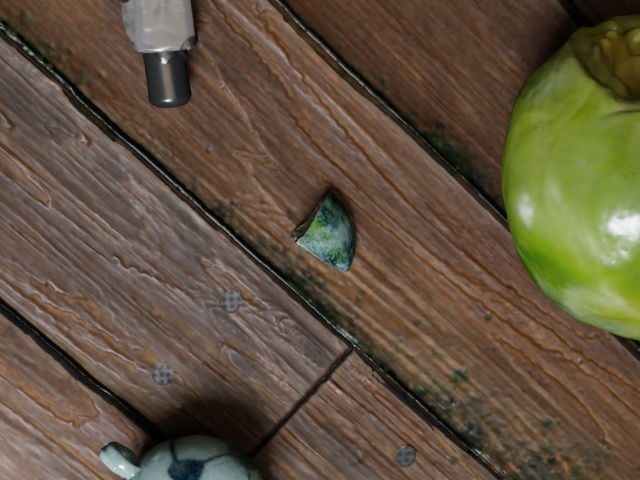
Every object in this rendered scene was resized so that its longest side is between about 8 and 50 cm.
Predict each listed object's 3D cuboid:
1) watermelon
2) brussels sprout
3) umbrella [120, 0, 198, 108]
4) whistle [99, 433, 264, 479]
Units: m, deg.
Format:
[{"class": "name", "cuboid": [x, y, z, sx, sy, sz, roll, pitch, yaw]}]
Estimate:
[{"class": "watermelon", "cuboid": [0.000, 0.000, 1.395, 0.061, 0.085, 0.085, 0, 103, 32]}, {"class": "brussels sprout", "cuboid": [0.335, -0.058, 1.320, 0.344, 0.268, 0.344, -1, 94, -15]}, {"class": "umbrella", "cuboid": [-0.162, -0.291, 1.301, 0.073, 0.067, 0.337, -7, 101, 6]}, {"class": "whistle", "cuboid": [-0.096, 0.283, 1.367, 0.290, 0.163, 0.163, 38, 92, -13]}]
